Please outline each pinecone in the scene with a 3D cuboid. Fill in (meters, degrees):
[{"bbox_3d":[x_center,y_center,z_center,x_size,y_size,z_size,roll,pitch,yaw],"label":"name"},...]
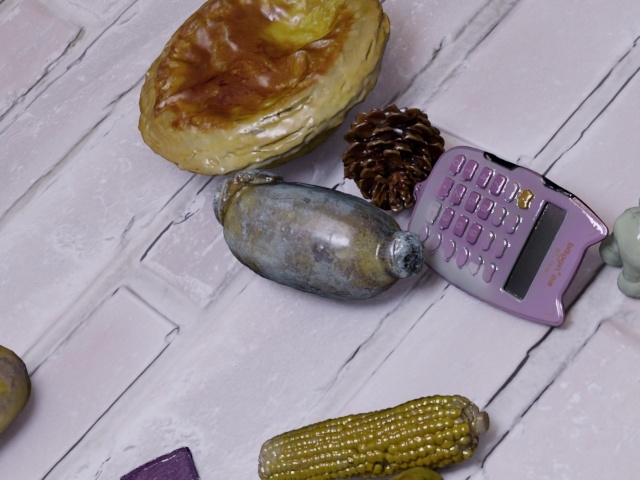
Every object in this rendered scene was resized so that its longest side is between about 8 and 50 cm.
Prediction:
[{"bbox_3d":[0.109,-0.120,1.941,0.174,0.173,0.173,-13,50,17],"label":"pinecone"}]

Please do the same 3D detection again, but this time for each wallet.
[{"bbox_3d":[-0.211,0.370,1.803,0.111,0.030,0.166,-31,47,3],"label":"wallet"}]

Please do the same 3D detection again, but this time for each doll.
[{"bbox_3d":[0.499,-0.014,1.697,0.275,0.113,0.155,-17,46,15],"label":"doll"}]

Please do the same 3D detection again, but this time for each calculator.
[{"bbox_3d":[0.249,-0.012,1.808,0.294,0.043,0.194,31,102,31],"label":"calculator"}]

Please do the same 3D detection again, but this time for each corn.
[{"bbox_3d":[0.066,0.268,1.711,0.320,0.097,0.097,-14,50,19],"label":"corn"}]

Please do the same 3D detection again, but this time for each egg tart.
[{"bbox_3d":[-0.084,-0.248,2.111,0.443,0.178,0.443,-15,46,16],"label":"egg tart"}]

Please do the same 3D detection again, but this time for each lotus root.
[{"bbox_3d":[0.000,0.002,1.896,0.349,0.175,0.175,19,65,31],"label":"lotus root"}]

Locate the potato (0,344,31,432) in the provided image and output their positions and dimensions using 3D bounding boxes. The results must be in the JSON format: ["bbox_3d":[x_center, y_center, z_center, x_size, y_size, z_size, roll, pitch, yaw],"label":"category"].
[{"bbox_3d":[-0.571,0.243,1.969,0.266,0.229,0.229,-29,48,-2],"label":"potato"}]

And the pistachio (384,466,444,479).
[{"bbox_3d":[0.099,0.365,1.608,0.110,0.100,0.189,28,70,37],"label":"pistachio"}]
